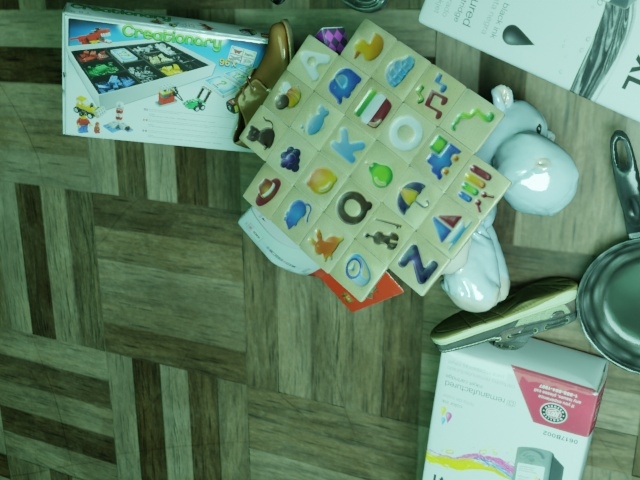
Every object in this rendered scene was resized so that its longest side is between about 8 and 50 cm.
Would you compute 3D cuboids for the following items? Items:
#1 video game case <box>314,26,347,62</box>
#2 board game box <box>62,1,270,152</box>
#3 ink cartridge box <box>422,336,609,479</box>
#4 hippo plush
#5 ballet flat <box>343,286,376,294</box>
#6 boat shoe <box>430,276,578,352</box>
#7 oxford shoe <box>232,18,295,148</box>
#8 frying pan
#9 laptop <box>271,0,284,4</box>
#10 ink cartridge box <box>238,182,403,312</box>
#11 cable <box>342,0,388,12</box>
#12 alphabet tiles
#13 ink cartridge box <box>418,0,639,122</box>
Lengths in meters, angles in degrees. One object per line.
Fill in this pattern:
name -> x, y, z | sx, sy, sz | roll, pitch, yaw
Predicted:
video game case -> -0.002, -0.155, 1.076 | 0.210, 0.041, 0.232 | -23, 77, 63
board game box -> -0.230, -0.239, 1.132 | 0.305, 0.053, 0.193 | 4, 125, -13
ink cartridge box -> 0.281, 0.301, 1.116 | 0.226, 0.131, 0.306 | 13, 109, 22
hippo plush -> 0.229, -0.065, 1.021 | 0.236, 0.234, 0.294 | -38, 44, 13
ballet flat -> 0.000, 0.000, 1.199 | 0.232, 0.080, 0.073 | 56, 150, 4
boat shoe -> 0.266, 0.120, 1.049 | 0.223, 0.080, 0.073 | -20, 103, -10
oxford shoe -> -0.085, -0.221, 1.090 | 0.076, 0.076, 0.212 | -114, 33, -48
frying pan -> 0.415, 0.035, 1.013 | 0.197, 0.053, 0.326 | -36, 86, 29
laptop -> -0.033, -0.625, 1.013 | 0.382, 0.236, 0.408 | 48, 139, 6
ink cartridge box -> -0.009, 0.020, 1.103 | 0.232, 0.066, 0.189 | 52, 154, -2
cable -> -0.025, -0.422, 1.107 | 0.287, 0.072, 0.140 | 16, 95, 8
alphabet tiles -> 0.054, -0.103, 0.939 | 0.342, 0.011, 0.285 | 41, 104, 24
ink cartridge box -> 0.351, -0.304, 0.833 | 0.395, 0.166, 0.286 | 34, 118, 28
